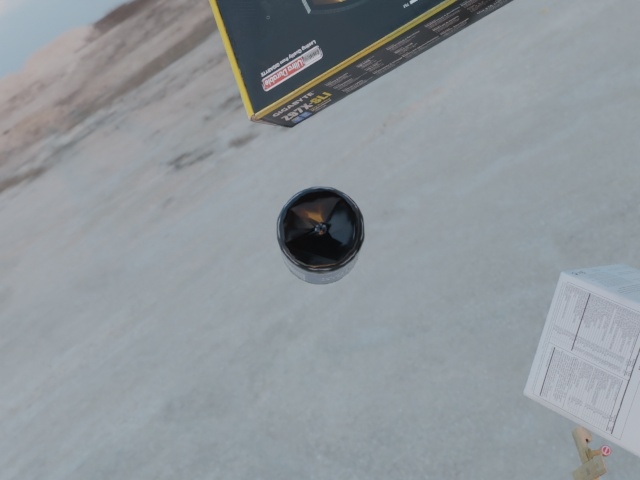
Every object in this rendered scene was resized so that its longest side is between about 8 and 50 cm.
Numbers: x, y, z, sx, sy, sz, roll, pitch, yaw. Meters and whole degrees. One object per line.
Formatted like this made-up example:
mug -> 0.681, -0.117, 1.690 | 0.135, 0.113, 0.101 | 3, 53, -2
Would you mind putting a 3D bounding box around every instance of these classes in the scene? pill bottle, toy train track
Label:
pill bottle -> 0.000, 0.000, 1.311 | 0.123, 0.122, 0.219 | -36, -7, -5
toy train track -> 0.159, 0.143, 0.491 | 0.014, 0.083, 0.048 | -9, -24, -9

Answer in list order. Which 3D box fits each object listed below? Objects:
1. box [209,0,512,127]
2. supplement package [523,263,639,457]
box -> 0.034, -0.293, 0.848 | 0.322, 0.257, 0.079 | -25, -15, 29
supplement package -> 0.466, 0.172, 1.240 | 0.199, 0.198, 0.263 | -3, 22, -46
